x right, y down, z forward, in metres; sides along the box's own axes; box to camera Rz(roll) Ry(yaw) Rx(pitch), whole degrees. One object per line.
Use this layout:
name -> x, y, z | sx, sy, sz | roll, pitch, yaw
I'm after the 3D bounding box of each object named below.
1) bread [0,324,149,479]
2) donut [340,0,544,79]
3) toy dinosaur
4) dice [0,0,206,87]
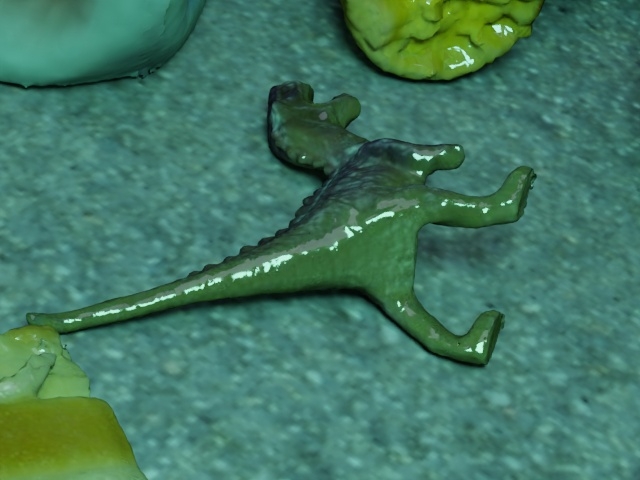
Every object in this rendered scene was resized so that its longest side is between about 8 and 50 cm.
bread -> -0.164, 0.148, 0.662 | 0.246, 0.111, 0.239 | -8, 46, -27
donut -> 0.224, -0.168, 1.125 | 0.435, 0.163, 0.378 | 34, 41, 23
toy dinosaur -> 0.000, 0.003, 0.938 | 0.200, 0.072, 0.251 | 17, 50, 17
dice -> -0.171, -0.269, 1.028 | 0.268, 0.262, 0.264 | 16, 39, 1
